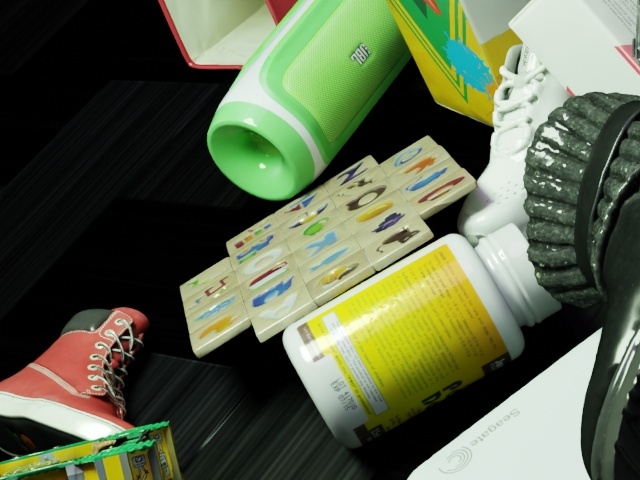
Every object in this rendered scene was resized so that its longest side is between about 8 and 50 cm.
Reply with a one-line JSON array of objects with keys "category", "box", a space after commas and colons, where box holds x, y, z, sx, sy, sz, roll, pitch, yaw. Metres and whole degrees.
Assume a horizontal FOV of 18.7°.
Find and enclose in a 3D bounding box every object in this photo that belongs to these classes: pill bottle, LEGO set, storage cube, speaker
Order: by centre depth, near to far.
[{"category": "LEGO set", "box": [-0.198, 0.263, 1.502, 0.255, 0.192, 0.331, -13, -1, -10]}, {"category": "pill bottle", "box": [0.086, 0.073, 1.602, 0.215, 0.117, 0.117, -30, 31, 0]}, {"category": "speaker", "box": [0.006, -0.178, 2.015, 0.131, 0.131, 0.296, 2, 44, 41]}, {"category": "storage cube", "box": [-0.064, -0.320, 2.204, 0.184, 0.215, 0.193, 7, 40, 45]}]

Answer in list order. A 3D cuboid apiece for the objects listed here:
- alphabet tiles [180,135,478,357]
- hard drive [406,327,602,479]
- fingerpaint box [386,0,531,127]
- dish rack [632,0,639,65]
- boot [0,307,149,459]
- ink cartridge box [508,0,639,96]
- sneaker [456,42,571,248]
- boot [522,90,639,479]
[{"category": "alphabet tiles", "box": [0.000, 0.000, 1.783, 0.285, 0.011, 0.342, -31, 15, 1]}, {"category": "hard drive", "box": [0.238, 0.192, 1.377, 0.233, 0.047, 0.353, -36, 31, -10]}, {"category": "fingerpaint box", "box": [0.243, -0.383, 1.881, 0.445, 0.371, 0.163, -40, 35, -15]}, {"category": "dish rack", "box": [0.356, -0.212, 1.623, 0.074, 0.208, 0.271, 121, 164, -49]}, {"category": "boot", "box": [-0.196, 0.131, 1.784, 0.176, 0.088, 0.244, -44, 31, -25]}, {"category": "ink cartridge box", "box": [0.314, -0.208, 1.728, 0.237, 0.172, 0.100, -40, -2, -30]}, {"category": "sneaker", "box": [0.196, -0.112, 1.764, 0.111, 0.129, 0.297, 0, 45, 41]}, {"category": "boot", "box": [0.227, 0.042, 1.420, 0.260, 0.131, 0.348, -3, 59, 59]}]
